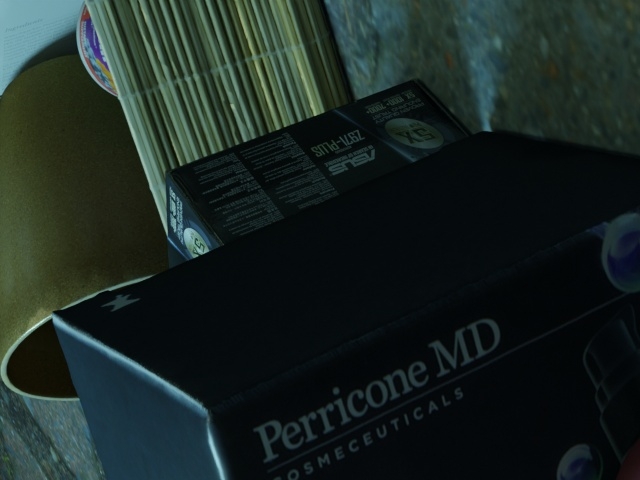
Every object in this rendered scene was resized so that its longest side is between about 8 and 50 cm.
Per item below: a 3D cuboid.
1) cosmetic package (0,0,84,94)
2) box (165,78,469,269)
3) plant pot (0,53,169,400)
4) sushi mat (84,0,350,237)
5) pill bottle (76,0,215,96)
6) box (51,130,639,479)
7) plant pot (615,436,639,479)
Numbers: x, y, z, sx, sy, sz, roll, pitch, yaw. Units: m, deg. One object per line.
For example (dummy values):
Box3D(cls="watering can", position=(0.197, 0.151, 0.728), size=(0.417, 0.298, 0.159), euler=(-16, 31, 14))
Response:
Box3D(cls="cosmetic package", position=(-0.273, -0.288, 1.395), size=(0.224, 0.138, 0.224), euler=(59, 157, 18))
Box3D(cls="box", position=(0.000, 0.000, 1.015), size=(0.077, 0.180, 0.147), euler=(52, 153, 35))
Box3D(cls="plant pot", position=(-0.190, -0.026, 1.391), size=(0.237, 0.237, 0.254), euler=(114, 140, -60))
Box3D(cls="sushi mat", position=(-0.064, -0.120, 1.082), size=(0.019, 0.151, 0.316), euler=(-137, 28, -74))
Box3D(cls="pill bottle", position=(-0.101, -0.152, 1.186), size=(0.193, 0.108, 0.108), euler=(13, 124, 62))
Box3D(cls="box", position=(0.075, 0.179, 0.876), size=(0.212, 0.294, 0.395), euler=(18, 128, 61))
Box3D(cls="plant pot", position=(0.214, 0.140, 0.692), size=(0.180, 0.201, 0.201), euler=(-157, 46, -81))
